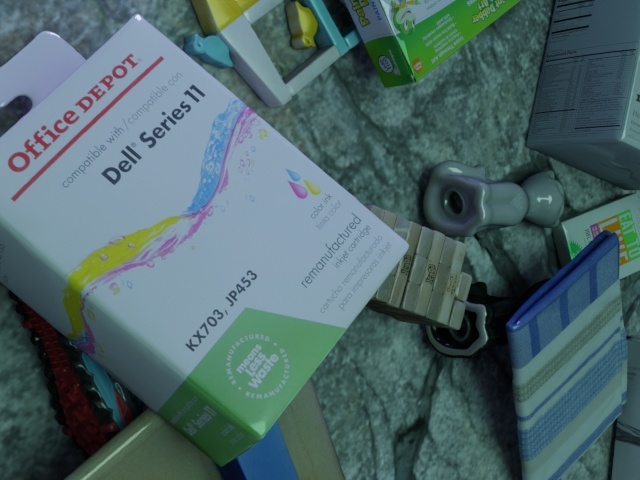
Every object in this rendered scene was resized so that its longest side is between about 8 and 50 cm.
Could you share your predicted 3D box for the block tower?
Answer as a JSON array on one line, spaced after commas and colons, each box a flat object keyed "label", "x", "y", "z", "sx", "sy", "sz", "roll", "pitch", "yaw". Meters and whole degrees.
[{"label": "block tower", "x": 0.000, "y": 0.000, "z": 1.048, "sx": 0.335, "sy": 0.097, "sz": 0.091, "roll": 22, "pitch": 78, "yaw": -36}]

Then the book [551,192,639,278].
[{"label": "book", "x": 0.355, "y": 0.004, "z": 1.344, "sx": 0.144, "sy": 0.035, "sz": 0.096, "roll": -20, "pitch": 99, "yaw": -32}]

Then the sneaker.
[{"label": "sneaker", "x": -0.171, "y": 0.089, "z": 0.919, "sx": 0.125, "sy": 0.104, "sz": 0.262, "roll": -27, "pitch": 106, "yaw": -35}]

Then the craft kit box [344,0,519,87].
[{"label": "craft kit box", "x": 0.108, "y": -0.325, "z": 1.106, "sx": 0.250, "sy": 0.061, "sz": 0.247, "roll": -40, "pitch": 110, "yaw": -32}]

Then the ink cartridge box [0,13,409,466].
[{"label": "ink cartridge box", "x": -0.136, "y": -0.023, "z": 0.824, "sx": 0.353, "sy": 0.119, "sz": 0.207, "roll": 40, "pitch": 62, "yaw": -1}]

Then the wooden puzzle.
[{"label": "wooden puzzle", "x": -0.093, "y": 0.265, "z": 0.926, "sx": 0.348, "sy": 0.080, "sz": 0.322, "roll": -44, "pitch": 137, "yaw": -29}]

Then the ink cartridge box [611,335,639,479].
[{"label": "ink cartridge box", "x": 0.488, "y": 0.276, "z": 1.389, "sx": 0.207, "sy": 0.117, "sz": 0.283, "roll": 10, "pitch": 85, "yaw": -35}]

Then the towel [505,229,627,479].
[{"label": "towel", "x": 0.288, "y": 0.148, "z": 1.242, "sx": 0.209, "sy": 0.034, "sz": 0.285, "roll": -37, "pitch": 131, "yaw": -30}]

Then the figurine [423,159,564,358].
[{"label": "figurine", "x": 0.215, "y": 0.017, "z": 1.216, "sx": 0.209, "sy": 0.092, "sz": 0.215, "roll": -3, "pitch": 92, "yaw": -44}]

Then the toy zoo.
[{"label": "toy zoo", "x": -0.025, "y": -0.267, "z": 1.060, "sx": 0.293, "sy": 0.030, "sz": 0.192, "roll": -43, "pitch": 114, "yaw": -28}]

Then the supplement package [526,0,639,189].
[{"label": "supplement package", "x": 0.382, "y": -0.183, "z": 1.284, "sx": 0.194, "sy": 0.149, "sz": 0.203, "roll": 17, "pitch": 82, "yaw": -35}]
